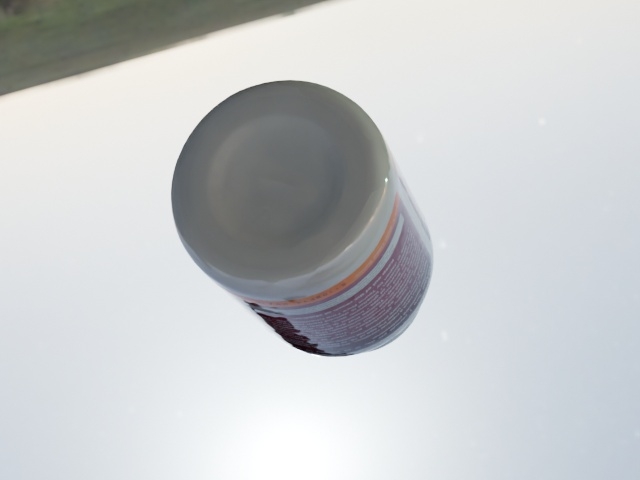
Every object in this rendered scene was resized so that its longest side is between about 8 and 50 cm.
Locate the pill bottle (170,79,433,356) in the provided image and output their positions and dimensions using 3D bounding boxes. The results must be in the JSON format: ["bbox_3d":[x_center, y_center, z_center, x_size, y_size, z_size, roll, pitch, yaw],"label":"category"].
[{"bbox_3d":[0.000,0.000,0.601,0.086,0.086,0.152,-14,160,9],"label":"pill bottle"}]
